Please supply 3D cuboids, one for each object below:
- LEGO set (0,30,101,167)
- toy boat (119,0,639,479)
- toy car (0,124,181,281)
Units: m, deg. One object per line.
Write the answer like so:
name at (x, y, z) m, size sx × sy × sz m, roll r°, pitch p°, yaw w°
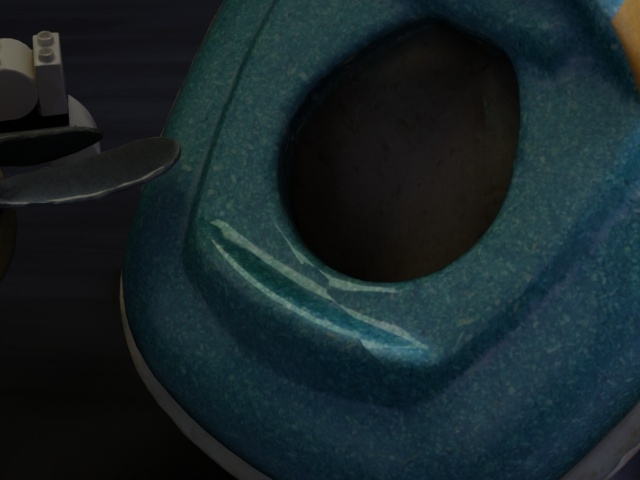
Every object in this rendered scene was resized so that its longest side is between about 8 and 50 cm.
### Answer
LEGO set at (-0.190, -0.032, 0.580) m, size 0.227 × 0.093 × 0.087 m, roll -6°, pitch 44°, yaw -6°
toy boat at (0.101, -0.019, 0.467) m, size 0.318 × 0.267 × 0.148 m, roll 26°, pitch -5°, yaw 23°
toy car at (-0.130, 0.020, 0.496) m, size 0.188 × 0.149 × 0.155 m, roll -31°, pitch 19°, yaw -18°
